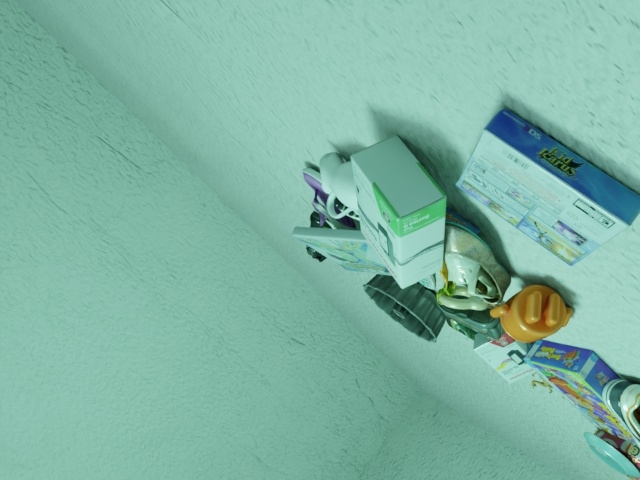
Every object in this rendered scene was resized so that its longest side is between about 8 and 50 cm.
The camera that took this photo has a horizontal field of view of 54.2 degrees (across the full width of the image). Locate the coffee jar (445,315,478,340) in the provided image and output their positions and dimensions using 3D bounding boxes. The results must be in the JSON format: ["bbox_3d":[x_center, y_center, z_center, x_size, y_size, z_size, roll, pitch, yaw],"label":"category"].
[{"bbox_3d":[0.498,0.278,2.035,0.184,0.079,0.096,30,166,35],"label":"coffee jar"}]

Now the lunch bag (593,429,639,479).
[{"bbox_3d":[0.967,0.660,1.913,0.258,0.120,0.293,24,161,53],"label":"lunch bag"}]

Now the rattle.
[{"bbox_3d":[0.440,0.133,1.803,0.200,0.142,0.130,12,-174,36],"label":"rattle"}]

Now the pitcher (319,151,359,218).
[{"bbox_3d":[0.082,-0.126,1.627,0.207,0.126,0.177,28,124,51],"label":"pitcher"}]

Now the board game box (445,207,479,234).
[{"bbox_3d":[0.291,-0.052,1.558,0.201,0.035,0.136,37,168,12],"label":"board game box"}]

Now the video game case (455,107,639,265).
[{"bbox_3d":[0.384,-0.085,1.093,0.270,0.061,0.244,37,167,11],"label":"video game case"}]

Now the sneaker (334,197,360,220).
[{"bbox_3d":[0.148,-0.073,1.750,0.283,0.110,0.122,35,171,22],"label":"sneaker"}]

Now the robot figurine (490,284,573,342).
[{"bbox_3d":[0.514,0.181,1.517,0.128,0.158,0.219,59,172,14],"label":"robot figurine"}]

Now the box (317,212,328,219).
[{"bbox_3d":[0.027,-0.066,2.347,0.083,0.018,0.067,31,165,33],"label":"box"}]

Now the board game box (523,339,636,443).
[{"bbox_3d":[0.771,0.428,1.756,0.347,0.078,0.233,42,168,-11],"label":"board game box"}]

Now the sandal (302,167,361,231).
[{"bbox_3d":[0.051,-0.073,2.045,0.169,0.102,0.416,27,163,45],"label":"sandal"}]

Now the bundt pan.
[{"bbox_3d":[0.318,0.220,2.263,0.331,0.124,0.331,37,167,10],"label":"bundt pan"}]

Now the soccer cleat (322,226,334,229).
[{"bbox_3d":[0.026,-0.002,2.070,0.072,0.060,0.179,28,161,6],"label":"soccer cleat"}]

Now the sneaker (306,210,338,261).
[{"bbox_3d":[0.000,0.000,2.319,0.107,0.124,0.283,33,166,24],"label":"sneaker"}]

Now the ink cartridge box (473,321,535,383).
[{"bbox_3d":[0.573,0.338,1.899,0.175,0.072,0.127,42,126,-13],"label":"ink cartridge box"}]

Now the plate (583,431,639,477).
[{"bbox_3d":[0.869,0.651,1.879,0.188,0.024,0.188,43,172,8],"label":"plate"}]

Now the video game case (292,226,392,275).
[{"bbox_3d":[0.124,0.039,1.913,0.329,0.036,0.300,5,160,43],"label":"video game case"}]

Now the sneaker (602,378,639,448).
[{"bbox_3d":[0.863,0.486,1.578,0.321,0.126,0.127,41,172,-6],"label":"sneaker"}]

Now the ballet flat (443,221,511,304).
[{"bbox_3d":[0.366,0.069,1.484,0.108,0.106,0.316,6,158,47],"label":"ballet flat"}]

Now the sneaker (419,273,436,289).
[{"bbox_3d":[0.321,0.078,1.830,0.065,0.076,0.166,26,152,36],"label":"sneaker"}]

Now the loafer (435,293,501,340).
[{"bbox_3d":[0.446,0.230,1.904,0.267,0.096,0.084,31,149,61],"label":"loafer"}]

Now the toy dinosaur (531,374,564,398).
[{"bbox_3d":[0.730,0.443,2.027,0.211,0.064,0.112,35,153,-27],"label":"toy dinosaur"}]

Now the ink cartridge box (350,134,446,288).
[{"bbox_3d":[0.179,-0.057,1.417,0.211,0.122,0.289,58,169,34],"label":"ink cartridge box"}]
